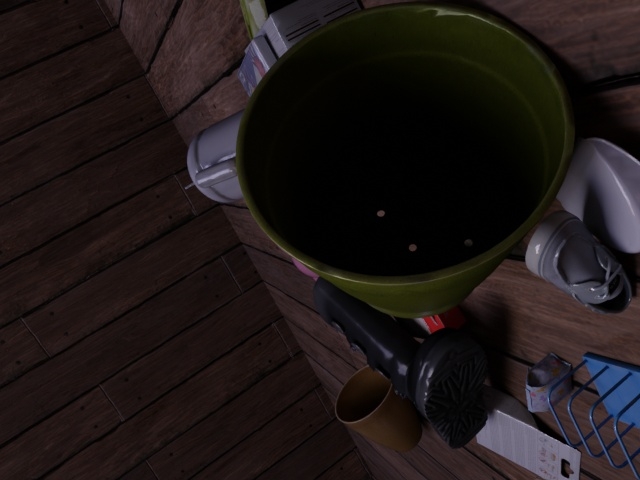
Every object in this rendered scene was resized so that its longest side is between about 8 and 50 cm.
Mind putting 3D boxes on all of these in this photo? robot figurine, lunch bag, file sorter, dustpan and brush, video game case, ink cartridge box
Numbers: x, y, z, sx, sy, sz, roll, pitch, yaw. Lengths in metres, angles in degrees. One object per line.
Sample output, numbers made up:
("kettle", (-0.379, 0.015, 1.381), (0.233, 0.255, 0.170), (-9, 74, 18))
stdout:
("robot figurine", (-0.190, -0.213, 1.374), (0.353, 0.300, 0.200), (-17, 106, 33))
("lunch bag", (0.377, 0.242, 0.927), (0.053, 0.083, 0.071), (35, 153, 53))
("file sorter", (0.425, 0.251, 0.766), (0.118, 0.104, 0.170), (61, 163, -11))
("dustpan and brush", (0.353, -0.016, 0.594), (0.211, 0.060, 0.147), (58, 177, 21))
("video game case", (-0.075, -0.229, 0.954), (0.201, 0.023, 0.183), (61, 166, -7))
("ink cartridge box", (0.225, 0.140, 1.196), (0.134, 0.078, 0.231), (58, 164, -3))
("ink cartridge box", (0.439, 0.420, 1.173), (0.232, 0.066, 0.189), (16, 140, 36))

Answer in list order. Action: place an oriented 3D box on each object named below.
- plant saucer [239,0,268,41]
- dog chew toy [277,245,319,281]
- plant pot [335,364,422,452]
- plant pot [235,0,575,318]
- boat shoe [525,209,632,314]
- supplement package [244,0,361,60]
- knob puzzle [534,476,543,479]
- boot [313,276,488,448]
("plant saucer", (-0.135, -0.460, 1.078), (0.241, 0.037, 0.241), (164, 90, -85))
("dog chew toy", (0.000, 0.000, 1.409), (0.206, 0.206, 0.332), (43, 166, 42))
("plant pot", (0.218, 0.577, 1.821), (0.254, 0.237, 0.237), (48, 167, -18))
("plant pot", (0.115, -0.053, 0.757), (0.366, 0.366, 0.353), (50, 173, 26))
("boat shoe", (0.311, 0.033, 0.635), (0.227, 0.079, 0.081), (27, -173, -47))
("supplement package", (-0.001, -0.287, 0.940), (0.203, 0.149, 0.194), (61, 165, -12))
("knob puzzle", (0.547, 0.595, 1.136), (0.213, 0.030, 0.213), (44, 161, 19))
("boot", (0.142, 0.191, 1.168), (0.445, 0.146, 0.367), (46, 161, 42))
